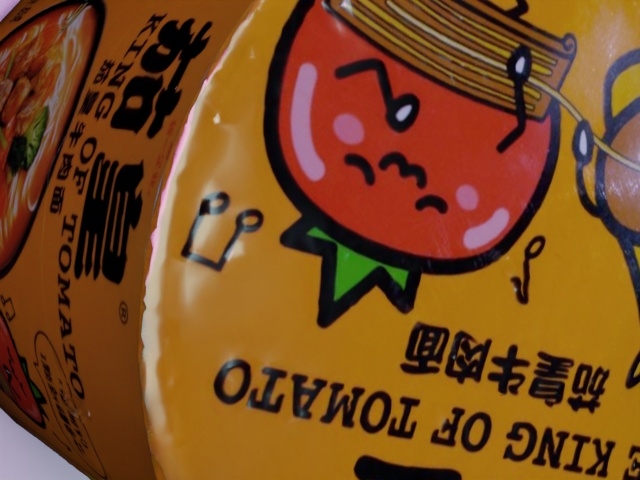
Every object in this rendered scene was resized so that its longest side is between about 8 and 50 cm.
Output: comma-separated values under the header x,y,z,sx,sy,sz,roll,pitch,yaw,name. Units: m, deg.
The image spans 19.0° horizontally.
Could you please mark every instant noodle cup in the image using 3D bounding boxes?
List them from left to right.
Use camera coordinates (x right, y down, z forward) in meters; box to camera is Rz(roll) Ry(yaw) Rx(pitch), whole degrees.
x,y,z,sx,sy,sz,roll,pitch,yaw,name
0.000,0.000,0.531,0.216,0.172,0.215,-8,103,-36,instant noodle cup
